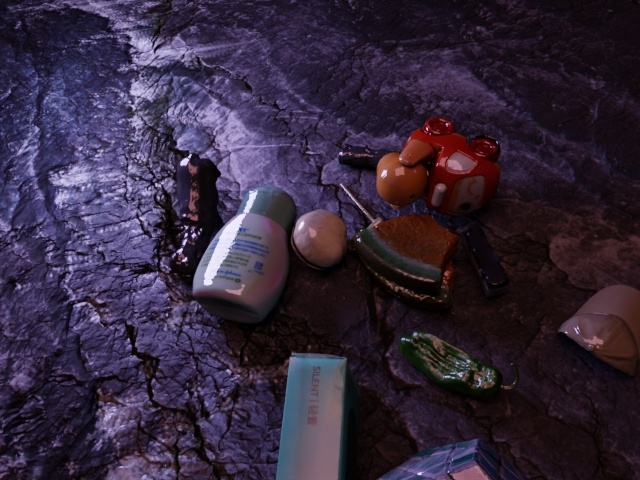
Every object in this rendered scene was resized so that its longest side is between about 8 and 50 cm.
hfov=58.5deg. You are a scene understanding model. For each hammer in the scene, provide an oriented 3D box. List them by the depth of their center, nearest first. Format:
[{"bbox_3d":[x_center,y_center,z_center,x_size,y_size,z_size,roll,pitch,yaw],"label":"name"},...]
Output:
[{"bbox_3d":[0.094,-0.085,1.491,0.060,0.028,0.195,-34,52,-4],"label":"hammer"}]

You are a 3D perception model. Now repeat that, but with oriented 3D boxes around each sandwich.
[{"bbox_3d":[0.210,0.036,1.322,0.212,0.109,0.292,-29,54,-8],"label":"sandwich"}]

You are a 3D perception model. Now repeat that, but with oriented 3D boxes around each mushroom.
[{"bbox_3d":[0.000,0.000,1.391,0.154,0.122,0.154,19,50,-23],"label":"mushroom"}]

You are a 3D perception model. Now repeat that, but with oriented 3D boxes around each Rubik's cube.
[{"bbox_3d":[0.226,0.481,0.910,0.264,0.319,0.319,-51,56,9],"label":"Rubik's cube"}]

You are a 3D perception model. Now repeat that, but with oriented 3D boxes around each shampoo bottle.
[{"bbox_3d":[-0.165,0.018,1.397,0.221,0.151,0.349,5,57,22],"label":"shampoo bottle"}]

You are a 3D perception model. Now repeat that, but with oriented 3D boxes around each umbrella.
[{"bbox_3d":[0.165,-0.217,1.544,0.235,0.059,0.066,13,80,19],"label":"umbrella"}]

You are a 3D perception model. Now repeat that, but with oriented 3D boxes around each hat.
[{"bbox_3d":[0.589,0.160,1.146,0.166,0.144,0.173,31,89,27],"label":"hat"}]

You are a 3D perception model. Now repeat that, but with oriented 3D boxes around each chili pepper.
[{"bbox_3d":[0.271,0.256,1.175,0.257,0.074,0.100,25,65,28],"label":"chili pepper"}]

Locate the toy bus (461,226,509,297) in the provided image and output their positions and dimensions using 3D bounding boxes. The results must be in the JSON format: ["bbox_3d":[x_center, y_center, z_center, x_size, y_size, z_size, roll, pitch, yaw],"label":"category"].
[{"bbox_3d":[0.372,0.049,1.299,0.057,0.072,0.172,-15,52,1],"label":"toy bus"}]

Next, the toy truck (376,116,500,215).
[{"bbox_3d":[0.273,-0.147,1.352,0.265,0.189,0.239,28,52,21],"label":"toy truck"}]

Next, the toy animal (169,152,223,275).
[{"bbox_3d":[-0.316,-0.058,1.480,0.106,0.168,0.343,-4,69,8],"label":"toy animal"}]

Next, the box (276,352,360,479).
[{"bbox_3d":[0.002,0.392,1.062,0.118,0.205,0.311,-2,55,10],"label":"box"}]
